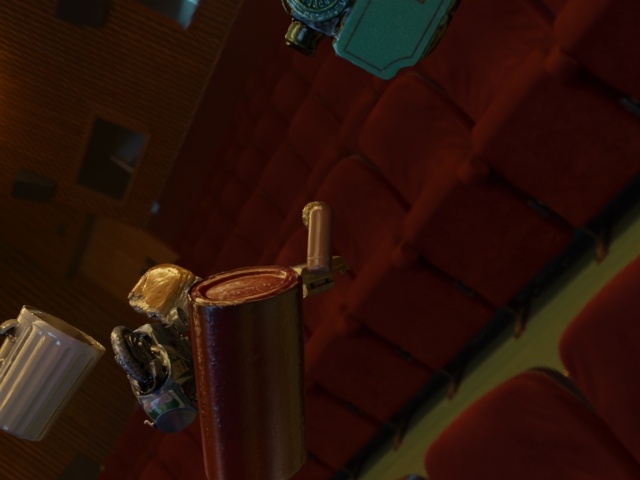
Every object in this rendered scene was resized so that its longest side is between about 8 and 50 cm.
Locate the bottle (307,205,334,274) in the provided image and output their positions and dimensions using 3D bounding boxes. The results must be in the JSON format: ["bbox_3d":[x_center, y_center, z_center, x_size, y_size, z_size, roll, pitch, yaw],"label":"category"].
[{"bbox_3d":[0.000,0.000,1.618,0.053,0.053,0.140,124,151,-69],"label":"bottle"}]

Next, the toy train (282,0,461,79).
[{"bbox_3d":[0.053,-0.244,0.710,0.197,0.154,0.107,-61,6,16],"label":"toy train"}]

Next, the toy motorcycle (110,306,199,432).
[{"bbox_3d":[-0.184,0.161,0.954,0.092,0.135,0.254,-30,-7,2],"label":"toy motorcycle"}]

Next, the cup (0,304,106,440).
[{"bbox_3d":[-0.538,0.229,1.419,0.202,0.221,0.167,-60,3,-8],"label":"cup"}]

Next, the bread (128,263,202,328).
[{"bbox_3d":[-0.273,0.094,1.376,0.125,0.082,0.106,12,72,48],"label":"bread"}]

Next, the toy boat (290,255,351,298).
[{"bbox_3d":[-0.006,0.095,2.027,0.068,0.088,0.226,-2,9,44],"label":"toy boat"}]

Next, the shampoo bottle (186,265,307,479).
[{"bbox_3d":[-0.062,0.153,0.717,0.064,0.102,0.260,-135,39,-56],"label":"shampoo bottle"}]

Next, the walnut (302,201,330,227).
[{"bbox_3d":[-0.007,-0.066,2.162,0.092,0.092,0.092,-55,0,0],"label":"walnut"}]
